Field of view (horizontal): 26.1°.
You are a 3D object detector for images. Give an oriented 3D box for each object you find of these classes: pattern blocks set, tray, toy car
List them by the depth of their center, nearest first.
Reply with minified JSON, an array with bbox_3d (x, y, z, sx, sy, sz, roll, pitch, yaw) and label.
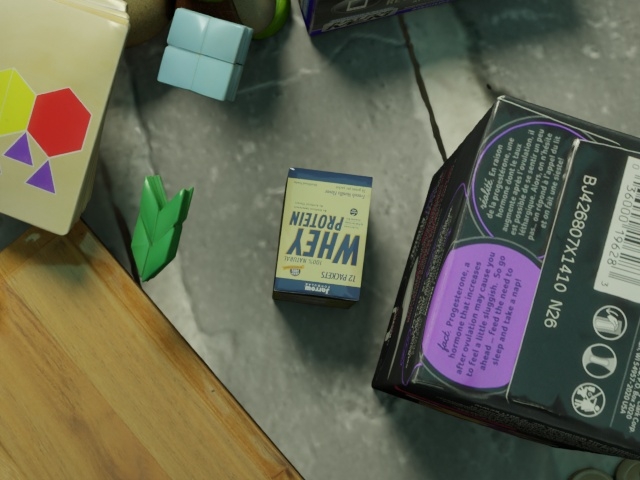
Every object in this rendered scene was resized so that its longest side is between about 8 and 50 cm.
[{"bbox_3d":[-0.210,-0.097,0.856,0.325,0.026,0.285,29,101,14],"label":"pattern blocks set"},{"bbox_3d":[-0.111,0.196,0.903,0.203,0.076,0.411,-41,88,-6],"label":"tray"},{"bbox_3d":[-0.131,-0.188,0.912,0.188,0.155,0.148,-15,85,8],"label":"toy car"}]

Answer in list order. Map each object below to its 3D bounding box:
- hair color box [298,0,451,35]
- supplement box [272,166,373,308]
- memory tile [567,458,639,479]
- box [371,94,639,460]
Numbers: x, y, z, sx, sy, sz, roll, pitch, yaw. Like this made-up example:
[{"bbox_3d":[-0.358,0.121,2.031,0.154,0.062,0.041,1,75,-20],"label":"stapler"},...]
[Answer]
[{"bbox_3d":[0.037,-0.331,0.949,0.185,0.110,0.338,-14,83,-5],"label":"hair color box"},{"bbox_3d":[0.000,0.000,0.923,0.056,0.083,0.083,7,84,-2],"label":"supplement box"},{"bbox_3d":[0.248,0.199,0.950,0.148,0.012,0.113,-12,85,-4],"label":"memory tile"},{"bbox_3d":[0.128,0.033,0.831,0.143,0.270,0.165,18,84,-1],"label":"box"}]
